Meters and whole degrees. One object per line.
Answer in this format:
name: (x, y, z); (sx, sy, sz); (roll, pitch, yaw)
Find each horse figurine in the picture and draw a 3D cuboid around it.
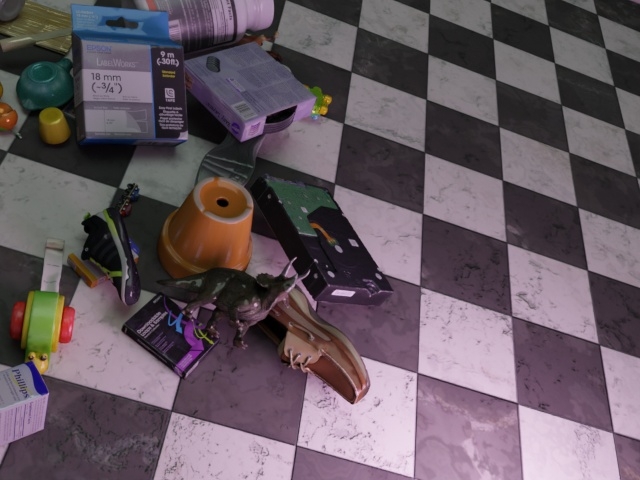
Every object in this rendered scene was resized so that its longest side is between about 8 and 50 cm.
horse figurine: (-0.230, -0.583, 2.220); (0.263, 0.066, 0.174); (32, 44, 4)

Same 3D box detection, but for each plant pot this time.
plant pot: (-0.230, -0.029, 1.657); (0.205, 0.188, 0.205); (13, 48, -14)

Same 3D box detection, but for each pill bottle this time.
pill bottle: (-0.829, -0.631, 1.935); (0.169, 0.094, 0.094); (37, 46, 9)
pill bottle: (-0.321, -0.607, 2.053); (0.362, 0.210, 0.210); (-20, 62, -23)

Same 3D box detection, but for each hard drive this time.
hard drive: (0.000, 0.000, 1.764); (0.237, 0.064, 0.339); (9, 42, -49)

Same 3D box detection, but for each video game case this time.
video game case: (-0.547, -0.304, 1.870); (0.122, 0.011, 0.087); (27, 46, -2)

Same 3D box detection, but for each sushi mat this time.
sushi mat: (-0.779, -0.571, 1.985); (0.316, 0.019, 0.151); (17, 48, -11)

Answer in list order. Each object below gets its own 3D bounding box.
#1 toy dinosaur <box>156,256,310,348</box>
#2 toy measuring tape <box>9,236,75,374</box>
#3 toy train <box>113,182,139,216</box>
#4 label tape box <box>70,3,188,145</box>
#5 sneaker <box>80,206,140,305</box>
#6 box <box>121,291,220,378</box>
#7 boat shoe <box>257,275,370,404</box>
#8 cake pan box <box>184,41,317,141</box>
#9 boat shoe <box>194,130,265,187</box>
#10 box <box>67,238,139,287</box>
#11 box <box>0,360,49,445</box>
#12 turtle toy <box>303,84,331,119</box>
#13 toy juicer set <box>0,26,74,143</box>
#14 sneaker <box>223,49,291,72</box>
toy dinosaur: (-0.179, 0.115, 1.572); (0.313, 0.121, 0.160); (8, 50, 28)
toy measuring tape: (-0.515, 0.100, 1.467); (0.121, 0.121, 0.330); (9, 49, -18)
toy train: (-0.434, -0.071, 1.711); (0.036, 0.027, 0.158); (25, 46, -8)
label tape box: (-0.447, -0.393, 1.812); (0.240, 0.106, 0.334); (-3, 89, -27)
sneaker: (-0.429, 0.039, 1.565); (0.097, 0.084, 0.235); (-17, 58, -8)
box: (-0.298, 0.187, 1.552); (0.162, 0.029, 0.116); (35, 46, 8)
boat shoe: (-0.036, 0.216, 1.599); (0.120, 0.123, 0.324); (-27, 58, -32)
cake pan box: (-0.176, -0.374, 1.931); (0.245, 0.070, 0.267); (-30, 65, -37)
boat shoe: (-0.215, -0.185, 1.870); (0.118, 0.103, 0.320); (22, 49, -3)
box: (-0.445, 0.036, 1.615); (0.081, 0.028, 0.136); (44, 45, 15)
box: (-0.534, 0.281, 1.293); (0.137, 0.126, 0.072); (-17, 59, -36)
turtle toy: (-0.023, -0.382, 2.142); (0.095, 0.066, 0.130); (24, 45, -4)
toy juicer set: (-0.682, -0.367, 1.818); (0.209, 0.089, 0.329); (1, 59, -8)
sneaker: (-0.178, -0.468, 2.127); (0.228, 0.092, 0.087); (-4, 52, -29)
